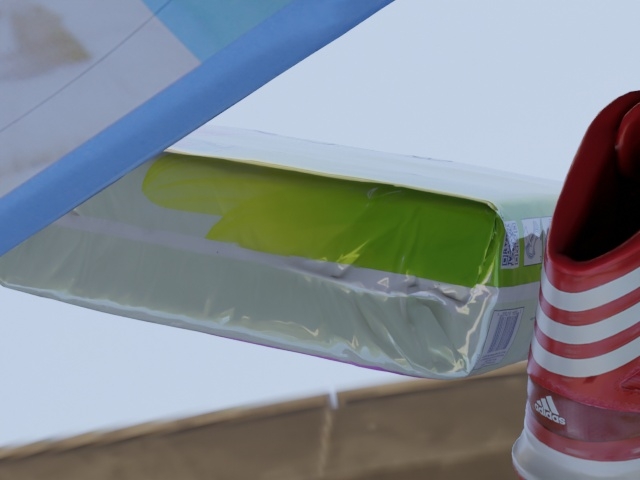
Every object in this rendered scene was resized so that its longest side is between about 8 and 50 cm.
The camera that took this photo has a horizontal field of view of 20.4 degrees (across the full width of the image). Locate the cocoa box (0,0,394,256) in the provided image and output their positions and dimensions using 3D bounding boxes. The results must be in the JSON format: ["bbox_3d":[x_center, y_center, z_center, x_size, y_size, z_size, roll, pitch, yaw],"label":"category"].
[{"bbox_3d":[-0.157,-0.181,0.426,0.231,0.347,0.228,-32,-144,16],"label":"cocoa box"}]

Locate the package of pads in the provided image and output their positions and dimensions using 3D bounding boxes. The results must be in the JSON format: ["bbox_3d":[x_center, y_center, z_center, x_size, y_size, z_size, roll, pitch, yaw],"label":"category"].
[{"bbox_3d":[0.000,0.000,0.995,0.296,0.101,0.229,11,-173,26],"label":"package of pads"}]

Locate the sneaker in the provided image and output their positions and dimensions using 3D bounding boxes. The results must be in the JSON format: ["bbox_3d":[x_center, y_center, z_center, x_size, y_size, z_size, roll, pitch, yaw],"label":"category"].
[{"bbox_3d":[0.158,0.003,0.621,0.087,0.128,0.221,23,-146,38],"label":"sneaker"}]
